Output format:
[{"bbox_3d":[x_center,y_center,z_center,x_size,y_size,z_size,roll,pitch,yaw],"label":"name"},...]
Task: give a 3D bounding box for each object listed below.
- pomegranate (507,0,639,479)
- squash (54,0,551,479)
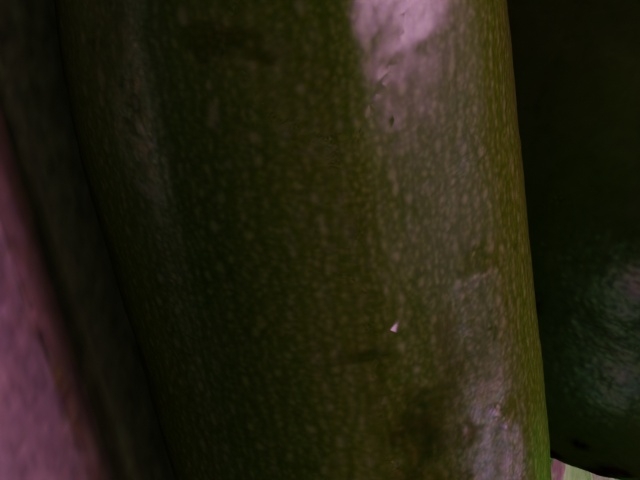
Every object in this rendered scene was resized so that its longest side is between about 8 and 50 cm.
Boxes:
[{"bbox_3d":[0.146,-0.033,0.572,0.254,0.270,0.254,-35,140,-36],"label":"pomegranate"},{"bbox_3d":[0.000,0.000,0.399,0.101,0.101,0.378,-60,147,-55],"label":"squash"}]
